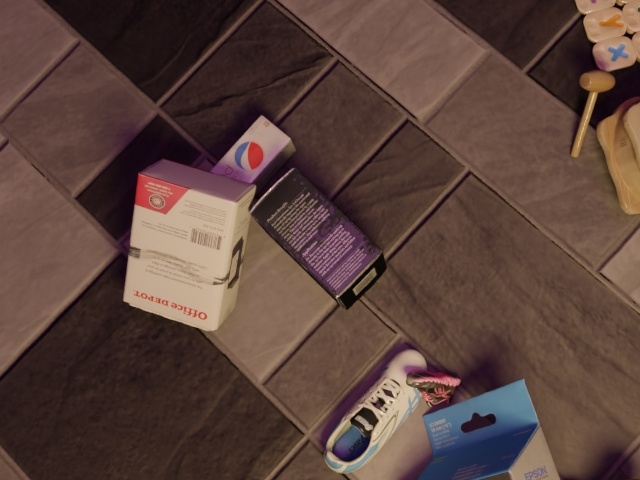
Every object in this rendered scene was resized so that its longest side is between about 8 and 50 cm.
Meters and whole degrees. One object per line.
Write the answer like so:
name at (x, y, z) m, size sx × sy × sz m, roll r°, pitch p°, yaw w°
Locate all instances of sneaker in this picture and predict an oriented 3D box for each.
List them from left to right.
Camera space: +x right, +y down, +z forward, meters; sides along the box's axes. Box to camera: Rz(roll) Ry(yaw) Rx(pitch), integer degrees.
sneaker at (0.094, 0.276, 1.388) m, size 0.085 × 0.086 × 0.237 m, roll 36°, pitch 83°, yaw 14°
sneaker at (0.178, 0.240, 1.379) m, size 0.047 × 0.119 × 0.057 m, roll 22°, pitch 96°, yaw 48°

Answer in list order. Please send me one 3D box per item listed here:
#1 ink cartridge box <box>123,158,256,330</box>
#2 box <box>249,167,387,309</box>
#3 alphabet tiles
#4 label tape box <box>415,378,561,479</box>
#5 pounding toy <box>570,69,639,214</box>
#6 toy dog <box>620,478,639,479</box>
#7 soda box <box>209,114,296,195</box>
ink cartridge box at (-0.217, 0.007, 1.421) m, size 0.171 × 0.100 × 0.237 m, roll 17°, pitch 115°, yaw 10°
box at (0.000, 0.000, 1.424) m, size 0.207 × 0.153 × 0.108 m, roll 44°, pitch 87°, yaw 14°
alphabet tiles at (0.598, -0.401, 1.505) m, size 0.277 × 0.021 × 0.284 m, roll -15°, pitch 76°, yaw 4°
label tape box at (0.243, 0.401, 1.259) m, size 0.105 × 0.240 × 0.334 m, roll -6°, pitch 71°, yaw -39°
pounding toy at (0.528, -0.162, 1.438) m, size 0.154 × 0.155 × 0.270 m, roll -14°, pitch 85°, yaw -25°
toy dog at (0.435, 0.512, 1.262) m, size 0.161 × 0.220 × 0.334 m, roll 21°, pitch 86°, yaw -25°
soda box at (-0.142, -0.112, 1.508) m, size 0.074 × 0.069 × 0.216 m, roll 40°, pitch 85°, yaw 13°
